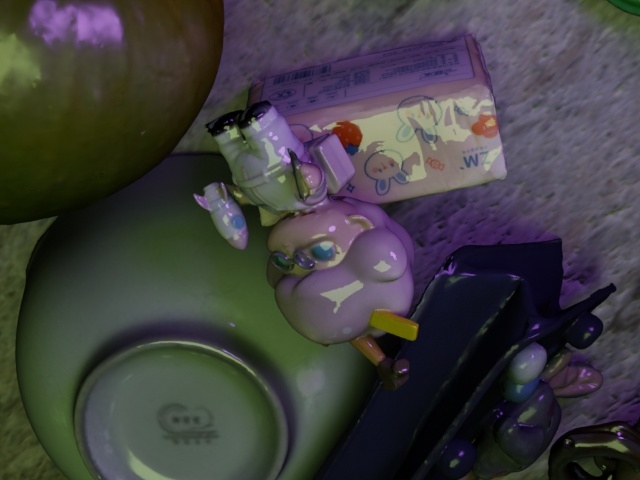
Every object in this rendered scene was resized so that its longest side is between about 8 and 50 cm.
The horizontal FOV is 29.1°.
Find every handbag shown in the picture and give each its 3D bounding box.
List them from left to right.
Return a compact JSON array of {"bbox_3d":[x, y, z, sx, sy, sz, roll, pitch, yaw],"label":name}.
[{"bbox_3d":[0.122,0.157,1.044,0.118,0.269,0.325,40,113,22],"label":"handbag"}]

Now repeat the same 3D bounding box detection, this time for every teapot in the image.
[{"bbox_3d":[0.320,0.240,1.105,0.269,0.173,0.182,21,136,-9],"label":"teapot"}]

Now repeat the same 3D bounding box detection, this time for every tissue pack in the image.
[{"bbox_3d":[0.043,-0.090,0.982,0.196,0.148,0.092,-12,115,8],"label":"tissue pack"}]

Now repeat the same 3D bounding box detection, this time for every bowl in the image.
[{"bbox_3d":[-0.106,0.119,1.056,0.354,0.185,0.353,1,112,3],"label":"bowl"}]

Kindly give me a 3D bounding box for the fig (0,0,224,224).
[{"bbox_3d":[-0.233,-0.147,0.914,0.316,0.316,0.316,1,113,3],"label":"fig"}]

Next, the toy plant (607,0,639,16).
[{"bbox_3d":[0.269,-0.240,0.943,0.240,0.088,0.154,26,131,6],"label":"toy plant"}]

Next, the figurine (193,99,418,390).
[{"bbox_3d":[0.000,0.000,0.889,0.137,0.112,0.229,-17,114,41],"label":"figurine"}]
